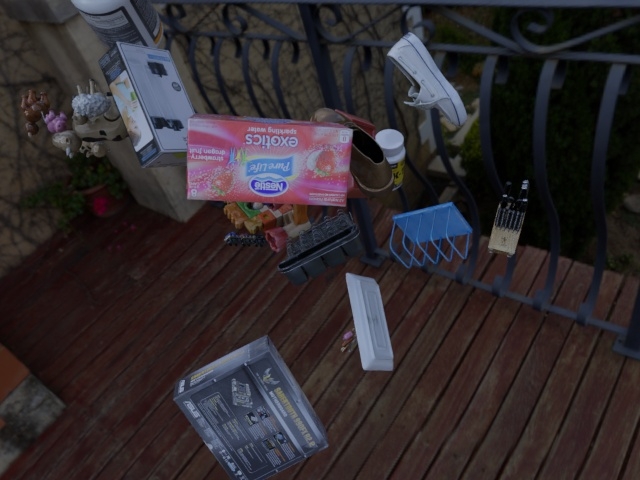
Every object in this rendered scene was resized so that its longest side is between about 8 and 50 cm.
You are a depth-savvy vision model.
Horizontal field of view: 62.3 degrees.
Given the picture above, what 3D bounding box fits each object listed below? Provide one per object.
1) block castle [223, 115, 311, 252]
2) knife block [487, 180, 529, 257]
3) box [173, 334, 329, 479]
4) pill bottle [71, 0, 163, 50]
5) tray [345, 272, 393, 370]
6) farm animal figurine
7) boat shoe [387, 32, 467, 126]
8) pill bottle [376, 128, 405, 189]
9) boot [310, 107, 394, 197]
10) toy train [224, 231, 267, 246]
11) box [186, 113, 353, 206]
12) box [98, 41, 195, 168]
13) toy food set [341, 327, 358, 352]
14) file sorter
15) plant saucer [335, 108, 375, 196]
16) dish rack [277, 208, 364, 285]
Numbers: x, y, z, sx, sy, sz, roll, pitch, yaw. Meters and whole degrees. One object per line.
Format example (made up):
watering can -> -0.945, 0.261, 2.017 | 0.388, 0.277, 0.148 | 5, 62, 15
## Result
block castle -> -0.241, -0.196, 1.863 | 0.212, 0.303, 0.453 | -30, 57, -23
knife block -> 0.637, -0.074, 1.786 | 0.088, 0.275, 0.242 | 16, 90, 18
box -> -0.117, 0.304, 0.927 | 0.183, 0.231, 0.056 | -28, 20, 1
pill bottle -> -0.498, -0.575, 1.268 | 0.162, 0.278, 0.162 | -1, 74, 4
tray -> 0.144, 0.221, 1.465 | 0.030, 0.145, 0.271 | -25, 64, 35
farm animal figurine -> -0.715, -0.335, 1.611 | 0.326, 0.330, 0.172 | -9, 86, 11
boat shoe -> 0.351, -0.512, 1.815 | 0.156, 0.367, 0.136 | -40, 21, 2
pill bottle -> 0.239, -0.283, 1.875 | 0.119, 0.209, 0.119 | -3, 54, 4
boot -> 0.067, -0.234, 1.199 | 0.112, 0.115, 0.305 | -30, 53, -9
toy train -> -0.203, -0.004, 1.438 | 0.027, 0.158, 0.036 | -34, 71, 27
box -> -0.100, -0.155, 1.020 | 0.299, 0.154, 0.142 | 3, 16, -9
box -> -0.406, -0.329, 1.308 | 0.087, 0.290, 0.169 | -25, -6, 33
toy food set -> 0.095, 0.311, 1.678 | 0.077, 0.122, 0.019 | -8, 43, -42
file sorter -> 0.276, -0.006, 1.344 | 0.170, 0.118, 0.105 | -12, 47, 39
plant saucer -> 0.118, -0.261, 1.638 | 0.047, 0.259, 0.259 | 0, 5, 25
dish rack -> 0.000, 0.000, 1.313 | 0.208, 0.074, 0.271 | -27, 22, 7
